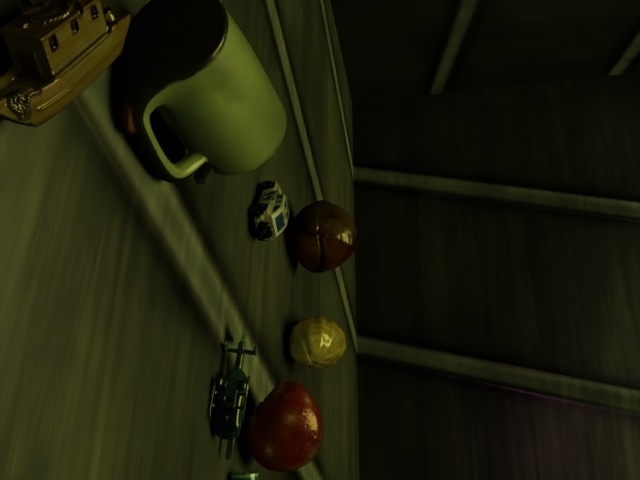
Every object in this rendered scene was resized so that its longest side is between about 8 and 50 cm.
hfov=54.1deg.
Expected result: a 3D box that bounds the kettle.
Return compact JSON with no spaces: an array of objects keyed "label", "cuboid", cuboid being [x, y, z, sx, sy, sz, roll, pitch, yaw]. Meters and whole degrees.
[{"label":"kettle","cuboid":[-0.169,-0.194,0.877,0.240,0.165,0.255,-62,161,-13]}]

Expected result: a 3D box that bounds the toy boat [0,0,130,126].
[{"label":"toy boat","cuboid":[-0.245,-0.173,0.574,0.077,0.057,0.200,90,18,-46]}]

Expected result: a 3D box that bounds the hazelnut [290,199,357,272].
[{"label":"hazelnut","cuboid":[0.000,0.000,1.759,0.208,0.208,0.208,-4,90,-81]}]

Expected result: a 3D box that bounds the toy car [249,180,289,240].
[{"label":"toy car","cuboid":[-0.110,-0.064,1.396,0.170,0.070,0.080,-81,165,-56]}]

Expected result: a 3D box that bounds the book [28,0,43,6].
[{"label":"book","cuboid":[-0.282,-0.427,0.585,0.260,0.043,0.371,59,28,-73]}]

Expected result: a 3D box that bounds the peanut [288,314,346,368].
[{"label":"peanut","cuboid":[-0.005,0.276,1.704,0.305,0.147,0.147,30,57,-82]}]

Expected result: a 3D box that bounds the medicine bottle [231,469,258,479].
[{"label":"medicine bottle","cuboid":[-0.131,0.500,1.088,0.051,0.051,0.191,51,35,-74]}]

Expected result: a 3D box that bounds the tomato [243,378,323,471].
[{"label":"tomato","cuboid":[-0.065,0.364,1.212,0.167,0.167,0.167,-4,90,-81]}]

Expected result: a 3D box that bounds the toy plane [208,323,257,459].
[{"label":"toy plane","cuboid":[-0.146,0.251,1.084,0.096,0.060,0.235,86,8,-59]}]
